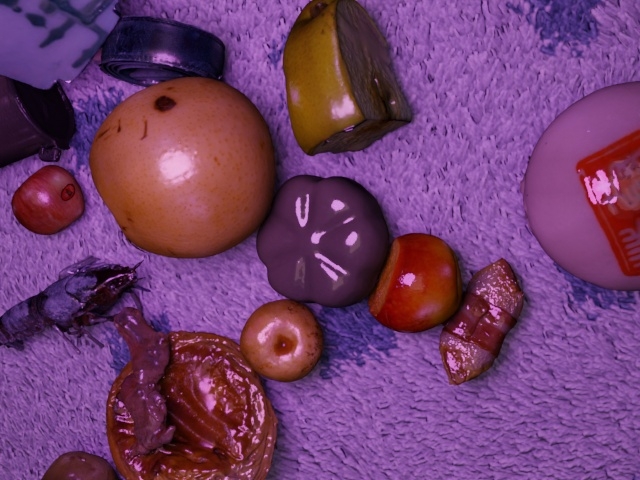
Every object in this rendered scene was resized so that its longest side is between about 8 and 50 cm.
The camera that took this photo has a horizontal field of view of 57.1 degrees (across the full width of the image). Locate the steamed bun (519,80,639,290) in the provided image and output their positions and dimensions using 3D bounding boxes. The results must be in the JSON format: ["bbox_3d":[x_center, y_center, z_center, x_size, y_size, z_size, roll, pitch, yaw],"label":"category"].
[{"bbox_3d":[0.553,-0.093,1.023,0.374,0.241,0.375,0,93,6],"label":"steamed bun"}]

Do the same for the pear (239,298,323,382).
[{"bbox_3d":[-0.077,0.201,1.182,0.177,0.178,0.178,1,94,9],"label":"pear"}]

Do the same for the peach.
[{"bbox_3d":[0.172,0.082,1.124,0.192,0.190,0.190,-14,92,14],"label":"peach"}]

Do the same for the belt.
[{"bbox_3d":[-0.316,-0.363,1.155,0.267,0.206,0.116,8,89,18],"label":"belt"}]

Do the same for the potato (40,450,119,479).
[{"bbox_3d":[-0.523,0.610,1.278,0.210,0.173,0.308,-2,92,11],"label":"potato"}]

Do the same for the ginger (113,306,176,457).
[{"bbox_3d":[-0.346,0.266,1.157,0.122,0.084,0.290,-29,62,25],"label":"ginger"}]

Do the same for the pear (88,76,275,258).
[{"bbox_3d":[-0.248,-0.128,1.094,0.348,0.348,0.349,1,94,9],"label":"pear"}]

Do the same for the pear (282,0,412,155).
[{"bbox_3d":[0.020,-0.307,1.086,0.176,0.286,0.282,-18,92,29],"label":"pear"}]

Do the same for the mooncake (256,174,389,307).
[{"bbox_3d":[0.000,0.000,1.146,0.274,0.135,0.275,0,89,24],"label":"mooncake"}]

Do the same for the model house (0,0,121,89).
[{"bbox_3d":[-0.541,-0.502,1.090,0.295,0.251,0.329,-38,54,28],"label":"model house"}]

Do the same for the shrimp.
[{"bbox_3d":[-0.534,0.143,1.258,0.410,0.166,0.222,-17,64,5],"label":"shrimp"}]

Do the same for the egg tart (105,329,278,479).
[{"bbox_3d":[-0.260,0.354,1.214,0.351,0.153,0.340,-6,67,1],"label":"egg tart"}]

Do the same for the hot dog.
[{"bbox_3d":[0.311,0.164,1.153,0.123,0.093,0.262,34,83,13],"label":"hot dog"}]

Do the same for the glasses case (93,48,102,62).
[{"bbox_3d":[-0.482,-0.476,1.252,0.083,0.050,0.196,-20,90,13],"label":"glasses case"}]

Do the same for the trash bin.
[{"bbox_3d":[-0.700,-0.249,1.226,0.301,0.203,0.252,-17,98,10],"label":"trash bin"}]

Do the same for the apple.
[{"bbox_3d":[-0.577,-0.081,1.253,0.146,0.146,0.131,-34,111,10],"label":"apple"}]
